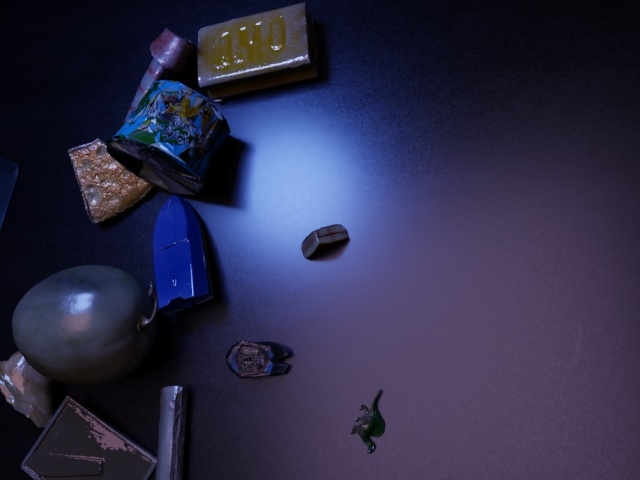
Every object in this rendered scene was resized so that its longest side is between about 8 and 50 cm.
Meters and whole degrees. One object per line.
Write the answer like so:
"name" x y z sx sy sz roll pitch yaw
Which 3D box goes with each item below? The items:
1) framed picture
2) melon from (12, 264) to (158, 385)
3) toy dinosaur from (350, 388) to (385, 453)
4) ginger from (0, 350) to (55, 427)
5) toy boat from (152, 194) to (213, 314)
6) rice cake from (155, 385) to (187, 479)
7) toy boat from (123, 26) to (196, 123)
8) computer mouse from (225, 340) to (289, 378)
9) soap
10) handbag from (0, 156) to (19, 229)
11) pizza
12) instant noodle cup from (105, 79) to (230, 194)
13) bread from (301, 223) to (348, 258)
"framed picture" -0.501 0.484 1.246 0.260 0.023 0.189 30 87 10
"melon" -0.492 0.177 1.224 0.308 0.272 0.271 19 83 23
"toy dinosaur" 0.101 0.351 1.125 0.061 0.029 0.119 24 79 5
"ginger" -0.639 0.324 1.315 0.123 0.115 0.193 -37 81 -14
"toy boat" -0.318 0.018 1.304 0.129 0.088 0.295 -20 61 12
"rice cake" -0.315 0.437 1.211 0.057 0.052 0.256 -5 75 19
"toy boat" -0.411 -0.377 1.403 0.282 0.096 0.206 -58 28 9
"computer mouse" -0.131 0.247 1.205 0.135 0.047 0.079 1 89 5
"soap" -0.148 -0.443 1.358 0.274 0.089 0.173 -9 73 14
"handbag" -0.874 -0.115 1.448 0.062 0.179 0.229 10 82 18
"pizza" -0.494 -0.160 1.405 0.204 0.080 0.188 -22 94 1
"instant noodle cup" -0.332 -0.233 1.289 0.240 0.240 0.178 15 70 20
"bread" 0.000 0.000 1.219 0.109 0.062 0.043 -28 71 12
